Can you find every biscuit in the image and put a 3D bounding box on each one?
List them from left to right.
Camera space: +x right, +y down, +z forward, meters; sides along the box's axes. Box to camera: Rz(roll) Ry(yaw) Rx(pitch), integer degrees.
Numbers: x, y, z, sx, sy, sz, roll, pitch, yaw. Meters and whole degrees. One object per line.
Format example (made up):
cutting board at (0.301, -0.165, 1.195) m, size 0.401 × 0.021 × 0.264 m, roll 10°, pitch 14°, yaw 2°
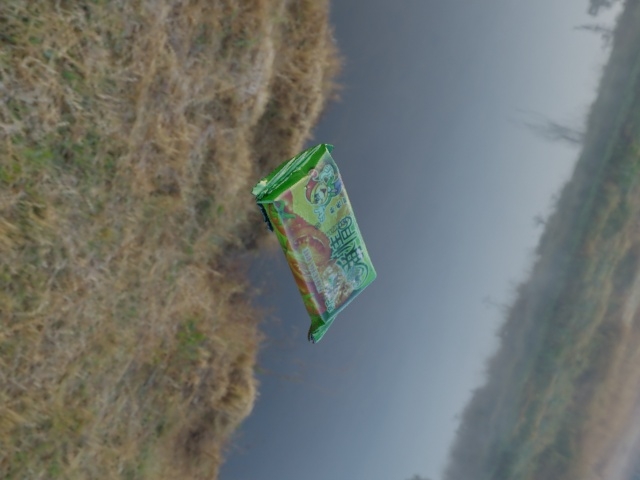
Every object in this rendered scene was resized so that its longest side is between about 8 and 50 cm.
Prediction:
biscuit at (0.000, 0.000, 0.372) m, size 0.046 × 0.016 × 0.089 m, roll -41°, pitch 130°, yaw -26°
